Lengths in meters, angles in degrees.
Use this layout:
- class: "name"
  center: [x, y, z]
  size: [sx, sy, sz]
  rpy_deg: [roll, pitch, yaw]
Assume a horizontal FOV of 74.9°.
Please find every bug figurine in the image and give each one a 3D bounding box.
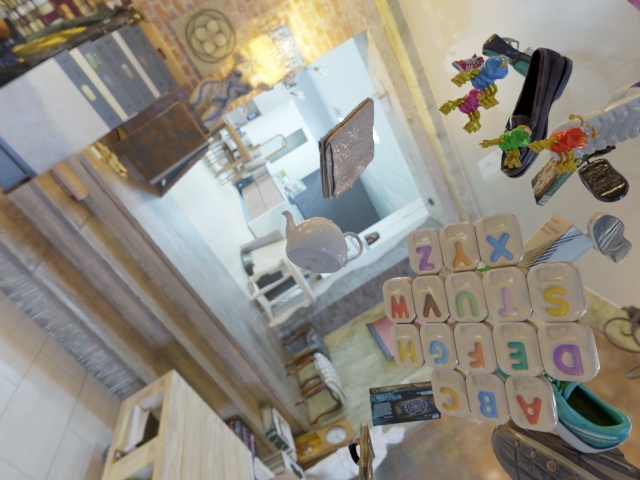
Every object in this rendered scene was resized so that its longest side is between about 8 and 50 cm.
- class: "bug figurine"
  center: [0.351, -0.232, 0.777]
  size: [0.278, 0.072, 0.216]
  rpy_deg: [35, -4, -11]

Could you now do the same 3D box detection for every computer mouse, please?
- class: "computer mouse"
  center: [1.112, -0.251, 1.650]
  size: [0.072, 0.188, 0.273]
  rpy_deg: [37, 37, -45]

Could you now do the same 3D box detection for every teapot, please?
- class: "teapot"
  center: [0.000, 0.000, 1.593]
  size: [0.256, 0.252, 0.187]
  rpy_deg: [48, 48, -46]

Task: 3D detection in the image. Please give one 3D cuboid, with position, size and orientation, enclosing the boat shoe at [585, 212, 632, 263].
- class: "boat shoe"
  center: [1.004, -0.014, 1.484]
  size: [0.320, 0.118, 0.103]
  rpy_deg: [25, 12, -38]

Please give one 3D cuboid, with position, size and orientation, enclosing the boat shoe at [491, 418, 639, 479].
- class: "boat shoe"
  center: [0.493, 0.435, 0.762]
  size: [0.355, 0.130, 0.133]
  rpy_deg: [28, -52, 22]

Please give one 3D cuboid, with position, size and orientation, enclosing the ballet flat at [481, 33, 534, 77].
- class: "ballet flat"
  center: [0.559, -0.525, 1.185]
  size: [0.203, 0.074, 0.074]
  rpy_deg: [26, 1, -3]

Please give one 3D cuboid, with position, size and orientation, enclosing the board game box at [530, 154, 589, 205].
- class: "board game box"
  center: [0.757, -0.242, 1.305]
  size: [0.030, 0.136, 0.260]
  rpy_deg: [23, -46, -1]

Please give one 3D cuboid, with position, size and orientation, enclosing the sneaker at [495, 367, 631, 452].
- class: "sneaker"
  center: [0.408, 0.254, 0.752]
  size: [0.275, 0.107, 0.110]
  rpy_deg: [34, -30, 23]

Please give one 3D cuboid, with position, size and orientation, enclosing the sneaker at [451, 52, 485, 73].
- class: "sneaker"
  center: [0.434, -0.519, 1.222]
  size: [0.118, 0.067, 0.042]
  rpy_deg: [2, 44, -44]

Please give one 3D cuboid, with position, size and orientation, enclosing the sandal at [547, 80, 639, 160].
- class: "sandal"
  center: [0.780, -0.334, 1.044]
  size: [0.169, 0.415, 0.102]
  rpy_deg: [52, 26, -51]

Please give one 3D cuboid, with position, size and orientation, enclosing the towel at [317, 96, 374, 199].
- class: "towel"
  center: [0.082, -0.249, 1.135]
  size: [0.049, 0.282, 0.187]
  rpy_deg: [18, -42, 24]

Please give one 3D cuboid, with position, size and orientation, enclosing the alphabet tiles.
- class: "alphabet tiles"
  center: [0.209, 0.112, 0.577]
  size: [0.283, 0.021, 0.279]
  rpy_deg: [-12, -94, 46]

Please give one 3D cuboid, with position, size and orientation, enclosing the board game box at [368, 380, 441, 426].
- class: "board game box"
  center: [0.225, 0.432, 1.108]
  size: [0.026, 0.185, 0.126]
  rpy_deg: [-94, 177, -62]

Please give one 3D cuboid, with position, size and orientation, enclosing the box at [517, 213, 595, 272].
- class: "box"
  center: [0.612, 0.067, 1.180]
  size: [0.094, 0.275, 0.113]
  rpy_deg: [35, 16, -10]

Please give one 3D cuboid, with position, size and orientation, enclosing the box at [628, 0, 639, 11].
- class: "box"
  center: [0.507, -0.517, 0.656]
  size: [0.299, 0.154, 0.142]
  rpy_deg: [19, -21, -22]

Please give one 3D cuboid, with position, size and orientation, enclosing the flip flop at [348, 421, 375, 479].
- class: "flip flop"
  center: [0.126, 0.673, 1.329]
  size: [0.277, 0.079, 0.113]
  rpy_deg: [-32, 108, -81]

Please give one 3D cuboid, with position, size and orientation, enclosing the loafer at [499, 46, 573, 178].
- class: "loafer"
  center: [0.491, -0.305, 1.003]
  size: [0.095, 0.303, 0.109]
  rpy_deg: [18, 7, -22]

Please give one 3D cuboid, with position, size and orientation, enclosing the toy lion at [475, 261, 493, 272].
- class: "toy lion"
  center: [0.520, 0.075, 1.304]
  size: [0.034, 0.096, 0.100]
  rpy_deg: [60, -28, -2]
